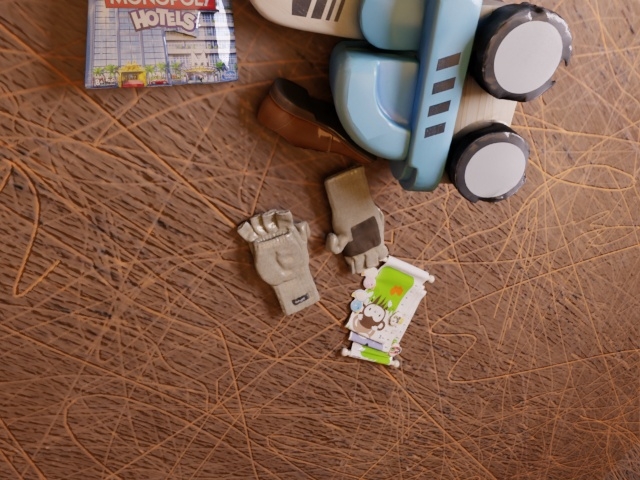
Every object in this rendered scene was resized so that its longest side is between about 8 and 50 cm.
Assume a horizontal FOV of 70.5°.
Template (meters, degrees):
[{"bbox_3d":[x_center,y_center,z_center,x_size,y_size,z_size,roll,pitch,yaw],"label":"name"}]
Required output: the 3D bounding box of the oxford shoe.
[{"bbox_3d":[-0.002,-0.166,0.697,0.212,0.076,0.076,23,132,-32],"label":"oxford shoe"}]

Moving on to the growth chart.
[{"bbox_3d":[0.128,0.144,0.904,0.171,0.021,0.238,13,106,-26],"label":"growth chart"}]

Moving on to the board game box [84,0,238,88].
[{"bbox_3d":[-0.200,-0.292,0.551,0.194,0.060,0.194,-10,116,-19],"label":"board game box"}]

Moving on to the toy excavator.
[{"bbox_3d":[0.061,-0.271,0.590,0.444,0.222,0.433,0,123,-5],"label":"toy excavator"}]

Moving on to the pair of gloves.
[{"bbox_3d":[0.000,0.000,0.775,0.240,0.042,0.204,-30,124,-6],"label":"pair of gloves"}]
